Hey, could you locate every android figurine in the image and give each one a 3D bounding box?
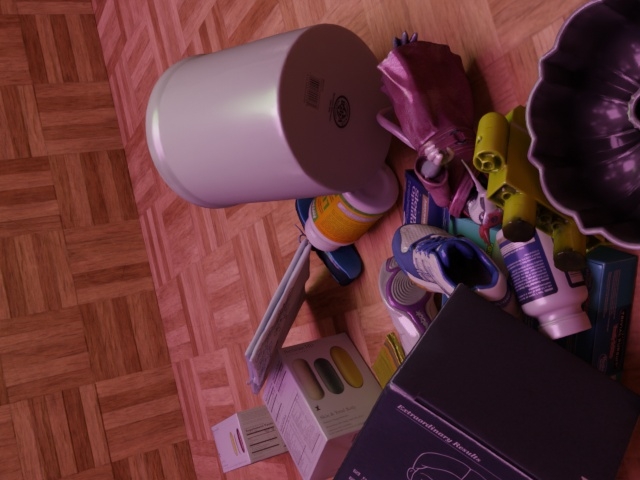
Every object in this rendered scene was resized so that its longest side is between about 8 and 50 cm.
[{"bbox_3d":[0.319,-0.090,1.005,0.056,0.248,0.273,-48,16,49],"label":"android figurine"}]

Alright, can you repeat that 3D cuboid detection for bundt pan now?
[{"bbox_3d":[0.420,-0.151,0.868,0.331,0.124,0.330,0,90,48],"label":"bundt pan"}]

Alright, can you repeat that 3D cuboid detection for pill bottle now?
[{"bbox_3d":[0.056,-0.071,1.573,0.245,0.136,0.136,-48,58,55],"label":"pill bottle"},{"bbox_3d":[0.320,0.054,1.025,0.094,0.094,0.169,-38,65,58],"label":"pill bottle"}]

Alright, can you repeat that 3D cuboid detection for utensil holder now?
[{"bbox_3d":[-0.098,-0.232,1.417,0.385,0.328,0.327,0,99,44],"label":"utensil holder"}]

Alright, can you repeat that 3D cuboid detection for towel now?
[{"bbox_3d":[0.151,0.282,1.568,0.237,0.021,0.102,100,151,-64],"label":"towel"}]

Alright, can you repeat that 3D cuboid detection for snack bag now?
[{"bbox_3d":[-0.096,0.202,1.744,0.037,0.323,0.342,21,153,8],"label":"snack bag"}]

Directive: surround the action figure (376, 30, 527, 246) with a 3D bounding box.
[{"bbox_3d":[0.197,-0.147,1.187,0.276,0.248,0.370,-50,53,55],"label":"action figure"}]

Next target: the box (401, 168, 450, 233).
[{"bbox_3d":[0.194,-0.044,1.356,0.225,0.036,0.136,-116,25,-71],"label":"box"}]

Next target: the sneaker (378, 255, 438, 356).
[{"bbox_3d":[0.185,0.174,1.447,0.152,0.114,0.305,99,155,-57],"label":"sneaker"}]

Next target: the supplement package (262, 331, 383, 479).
[{"bbox_3d":[0.016,0.397,1.730,0.262,0.199,0.198,56,143,37],"label":"supplement package"}]

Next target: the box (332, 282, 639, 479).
[{"bbox_3d":[0.221,0.308,1.071,0.293,0.212,0.395,33,143,13],"label":"box"}]

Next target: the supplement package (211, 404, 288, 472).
[{"bbox_3d":[-0.176,0.570,2.124,0.262,0.204,0.145,-44,60,57],"label":"supplement package"}]

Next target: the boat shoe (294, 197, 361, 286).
[{"bbox_3d":[0.000,0.000,1.732,0.258,0.109,0.089,65,151,29],"label":"boat shoe"}]

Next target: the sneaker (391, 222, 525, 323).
[{"bbox_3d":[0.208,0.029,1.141,0.296,0.112,0.131,41,164,48],"label":"sneaker"}]

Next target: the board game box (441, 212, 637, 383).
[{"bbox_3d":[0.338,0.106,1.187,0.336,0.079,0.253,26,120,56],"label":"board game box"}]
